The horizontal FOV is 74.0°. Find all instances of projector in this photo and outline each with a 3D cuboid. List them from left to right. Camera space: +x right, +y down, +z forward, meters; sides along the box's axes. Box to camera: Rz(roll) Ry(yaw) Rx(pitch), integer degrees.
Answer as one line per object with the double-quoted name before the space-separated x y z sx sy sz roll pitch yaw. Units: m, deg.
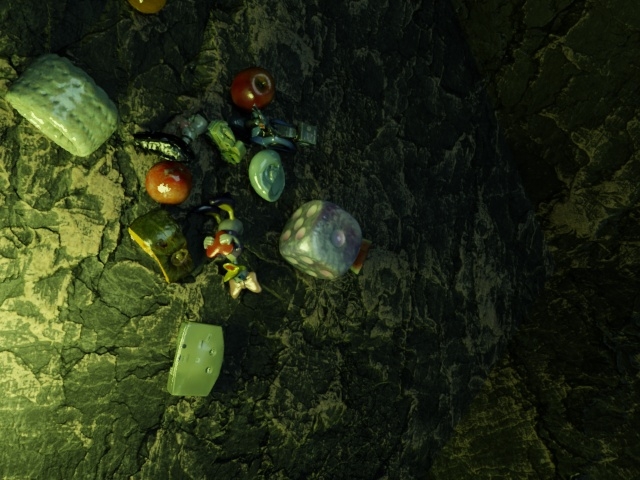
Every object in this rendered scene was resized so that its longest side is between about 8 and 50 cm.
"projector" -0.468 0.452 1.634 0.193 0.088 0.270 17 79 -34

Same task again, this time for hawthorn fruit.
"hawthorn fruit" -0.553 -0.216 1.559 0.172 0.172 0.173 2 86 -35

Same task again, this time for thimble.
"thimble" -0.807 -0.421 1.337 0.291 0.291 0.195 43 66 -26

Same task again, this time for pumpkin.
"pumpkin" -0.589 0.015 1.577 0.139 0.190 0.281 -40 153 -30

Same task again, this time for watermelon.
"watermelon" 0.165 0.051 2.104 0.145 0.137 0.193 23 71 4

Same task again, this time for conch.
"conch" -0.226 -0.278 1.823 0.184 0.120 0.222 2 94 -39

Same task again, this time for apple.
"apple" -0.281 -0.627 1.776 0.180 0.168 0.181 -3 95 -34

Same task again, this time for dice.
"dice" 0.000 0.000 1.876 0.270 0.271 0.270 37 67 -28

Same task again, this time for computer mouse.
"computer mouse" -0.567 -0.354 1.557 0.241 0.146 0.078 21 106 -2

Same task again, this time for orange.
"orange" -0.643 -0.913 1.565 0.154 0.134 0.155 6 70 -16

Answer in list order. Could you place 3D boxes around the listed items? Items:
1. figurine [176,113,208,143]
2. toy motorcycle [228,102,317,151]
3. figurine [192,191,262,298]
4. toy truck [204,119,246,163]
"figurine" -0.517 -0.427 1.668 0.098 0.081 0.146 36 65 20
"toy motorcycle" -0.207 -0.470 1.789 0.358 0.212 0.125 6 85 -35
"figurine" -0.365 0.023 1.701 0.193 0.154 0.422 -3 80 -69
"toy truck" -0.368 -0.395 1.701 0.085 0.116 0.191 -61 146 -22
